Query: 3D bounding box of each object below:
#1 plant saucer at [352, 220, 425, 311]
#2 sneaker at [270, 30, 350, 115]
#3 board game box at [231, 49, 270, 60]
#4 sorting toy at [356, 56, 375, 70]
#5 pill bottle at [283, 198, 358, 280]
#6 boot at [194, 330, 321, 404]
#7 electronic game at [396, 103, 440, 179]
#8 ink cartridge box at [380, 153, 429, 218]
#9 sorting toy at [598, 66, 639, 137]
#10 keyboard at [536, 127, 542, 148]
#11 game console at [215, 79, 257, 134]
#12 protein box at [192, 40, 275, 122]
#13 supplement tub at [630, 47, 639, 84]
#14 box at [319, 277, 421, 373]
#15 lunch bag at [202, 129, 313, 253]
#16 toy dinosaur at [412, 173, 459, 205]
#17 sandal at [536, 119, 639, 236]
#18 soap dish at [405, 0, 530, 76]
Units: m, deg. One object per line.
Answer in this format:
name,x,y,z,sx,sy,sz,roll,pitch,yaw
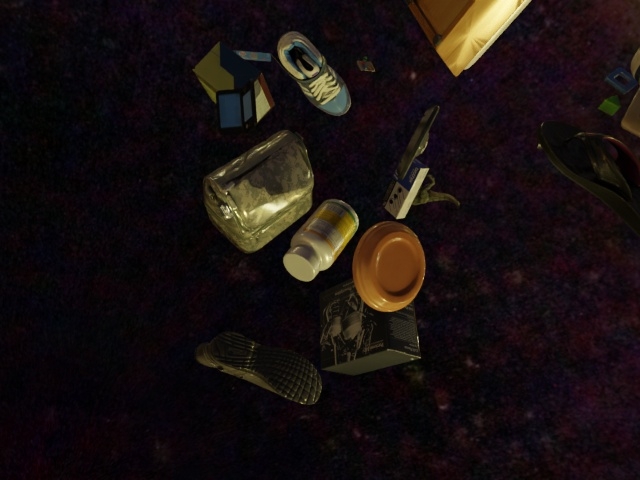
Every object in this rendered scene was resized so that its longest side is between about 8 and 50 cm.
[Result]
plant saucer,0.159,0.057,0.998,0.200,0.037,0.199,-1,92,-32
sneaker,-0.016,-0.500,1.427,0.322,0.130,0.236,48,17,-23
board game box,-0.337,-0.856,2.124,0.160,0.039,0.211,-5,22,-23
sorting toy,0.174,-0.696,1.801,0.062,0.012,0.083,-7,59,-21
pill bottle,0.000,0.000,1.131,0.118,0.117,0.208,41,51,-3
boot,-0.174,0.355,1.290,0.338,0.223,0.118,33,61,-11
electronic game,0.279,-0.278,1.306,0.048,0.229,0.229,27,49,5
ink cartridge box,0.288,-0.186,1.591,0.046,0.207,0.097,-9,44,-37
sorting toy,0.834,-0.287,1.107,0.348,0.047,0.196,35,66,13
keyboard,0.802,-0.317,1.504,0.180,0.023,0.108,8,69,3
game console,-0.219,-0.345,1.191,0.071,0.107,0.122,-3,87,-31
protein box,-0.288,-0.520,1.563,0.200,0.201,0.136,40,84,13
supplement tub,0.799,-0.298,0.886,0.229,0.228,0.316,-10,67,-35
box,0.171,0.307,1.707,0.179,0.343,0.312,21,53,-36
lunch bag,-0.173,-0.146,1.280,0.305,0.256,0.213,-38,67,-22
toy dinosaur,0.376,-0.182,1.673,0.064,0.268,0.118,-19,105,-50
sandal,0.754,-0.172,1.160,0.446,0.107,0.168,45,59,12
soap dish,0.320,-0.536,0.958,0.118,0.291,0.228,4,54,-34
